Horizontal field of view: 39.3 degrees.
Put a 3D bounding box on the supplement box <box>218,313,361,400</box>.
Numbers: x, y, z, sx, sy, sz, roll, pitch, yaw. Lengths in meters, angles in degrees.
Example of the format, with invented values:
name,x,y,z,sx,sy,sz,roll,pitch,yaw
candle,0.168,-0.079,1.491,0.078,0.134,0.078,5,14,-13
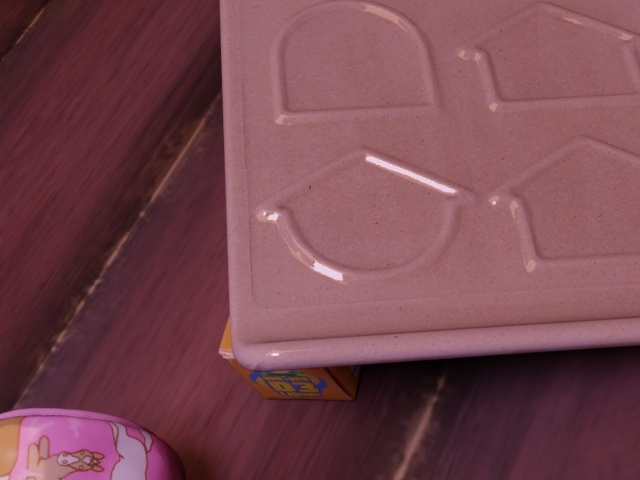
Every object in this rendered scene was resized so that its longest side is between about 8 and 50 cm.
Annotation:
name,x,y,z,sx,sy,sz,roll,pitch,yaw
supplement box,0.000,0.000,0.667,0.078,0.080,0.233,-2,53,24

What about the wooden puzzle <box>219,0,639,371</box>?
name,x,y,z,sx,sy,sz,roll,pitch,yaw
wooden puzzle,0.097,-0.061,0.612,0.322,0.080,0.348,-3,53,-4

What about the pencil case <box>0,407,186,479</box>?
name,x,y,z,sx,sy,sz,roll,pitch,yaw
pencil case,-0.143,0.286,0.465,0.167,0.160,0.386,-20,51,9
